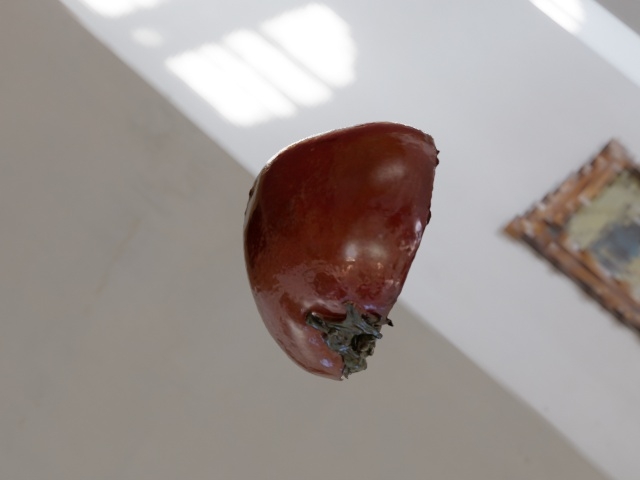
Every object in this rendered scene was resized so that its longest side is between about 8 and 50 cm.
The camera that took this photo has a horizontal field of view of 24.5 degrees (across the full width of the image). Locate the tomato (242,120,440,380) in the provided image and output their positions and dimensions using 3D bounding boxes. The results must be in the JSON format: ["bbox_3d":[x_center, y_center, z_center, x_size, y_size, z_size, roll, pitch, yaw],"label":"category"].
[{"bbox_3d":[0.000,0.000,0.825,0.159,0.091,0.139,112,-8,-51],"label":"tomato"}]
